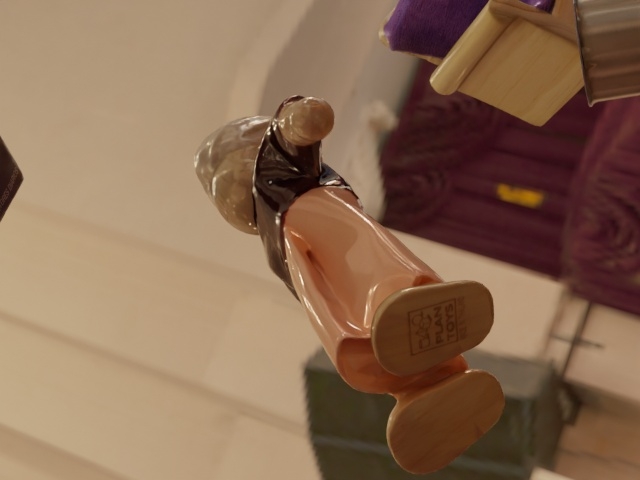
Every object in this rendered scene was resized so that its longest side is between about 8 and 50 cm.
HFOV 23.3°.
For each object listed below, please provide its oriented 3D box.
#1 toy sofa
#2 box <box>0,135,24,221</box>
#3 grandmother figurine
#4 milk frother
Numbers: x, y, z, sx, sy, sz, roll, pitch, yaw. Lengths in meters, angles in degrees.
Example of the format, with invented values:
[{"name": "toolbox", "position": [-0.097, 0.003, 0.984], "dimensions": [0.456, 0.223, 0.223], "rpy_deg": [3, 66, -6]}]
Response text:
[{"name": "toy sofa", "position": [0.197, -0.307, 1.432], "dimensions": [0.150, 0.177, 0.363], "rpy_deg": [133, 160, -63]}, {"name": "box", "position": [-0.348, -0.077, 1.097], "dimensions": [0.270, 0.143, 0.165], "rpy_deg": [68, -145, -50]}, {"name": "grandmother figurine", "position": [0.000, 0.000, 1.008], "dimensions": [0.104, 0.342, 0.208], "rpy_deg": [-10, -64, -20]}, {"name": "milk frother", "position": [0.256, -0.115, 1.096], "dimensions": [0.129, 0.134, 0.143], "rpy_deg": [-6, -92, -77]}]
